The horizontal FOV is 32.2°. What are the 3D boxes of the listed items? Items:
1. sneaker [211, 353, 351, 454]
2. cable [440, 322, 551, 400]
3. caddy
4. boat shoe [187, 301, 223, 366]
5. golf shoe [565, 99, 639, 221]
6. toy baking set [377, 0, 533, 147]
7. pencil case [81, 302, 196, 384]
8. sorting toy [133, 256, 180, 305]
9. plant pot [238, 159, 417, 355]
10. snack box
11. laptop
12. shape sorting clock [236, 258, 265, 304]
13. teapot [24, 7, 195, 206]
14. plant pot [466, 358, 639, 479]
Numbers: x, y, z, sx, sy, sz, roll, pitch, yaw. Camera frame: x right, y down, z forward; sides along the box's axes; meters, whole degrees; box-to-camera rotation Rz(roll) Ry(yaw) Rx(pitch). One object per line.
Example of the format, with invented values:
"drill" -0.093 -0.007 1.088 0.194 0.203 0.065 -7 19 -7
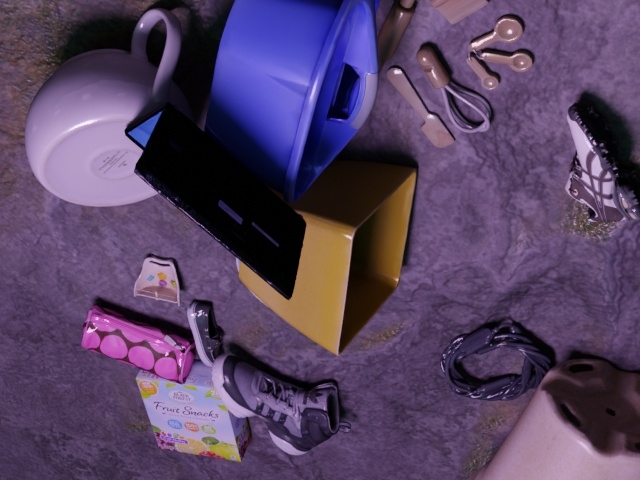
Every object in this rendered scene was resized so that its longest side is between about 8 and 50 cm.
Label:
"sneaker" -0.060 0.273 1.950 0.153 0.101 0.268 -22 127 34
"cable" 0.282 0.203 1.800 0.150 0.047 0.184 35 131 -20
"caddy" -0.015 -0.206 1.386 0.179 0.241 0.341 22 136 5
"boat shoe" -0.194 0.167 1.932 0.040 0.049 0.142 -1 129 20
"golf shoe" 0.357 -0.094 1.468 0.093 0.077 0.198 -17 123 32
"toy baking set" 0.160 -0.226 1.448 0.196 0.030 0.256 27 135 -6
"pencil case" -0.322 0.178 1.960 0.209 0.095 0.098 17 161 4
"sorting toy" -0.270 0.063 1.870 0.083 0.045 0.075 12 127 10
"plant pot" 0.000 0.000 1.590 0.187 0.212 0.212 20 125 21
"snack box" -0.234 0.313 2.067 0.174 0.070 0.207 5 131 17
"laptop" -0.145 -0.040 1.358 0.234 0.264 0.136 40 118 -19
"shape sorting clock" -0.040 0.054 1.775 0.206 0.040 0.206 10 134 11
"teapot" -0.297 -0.183 1.560 0.255 0.187 0.252 -13 151 -3
"plant pot" 0.411 0.368 1.738 0.333 0.334 0.306 17 124 4
